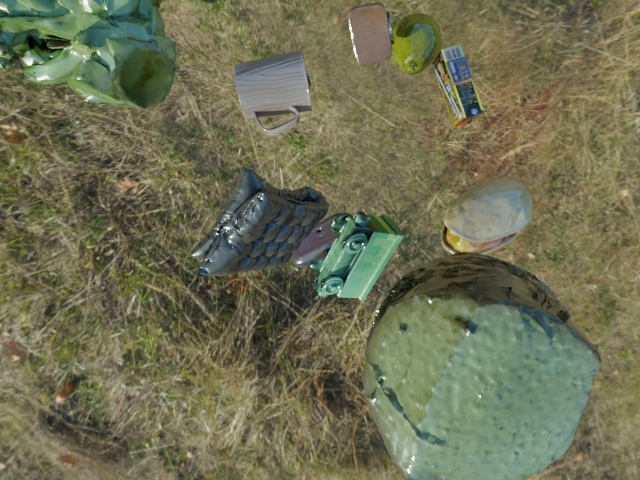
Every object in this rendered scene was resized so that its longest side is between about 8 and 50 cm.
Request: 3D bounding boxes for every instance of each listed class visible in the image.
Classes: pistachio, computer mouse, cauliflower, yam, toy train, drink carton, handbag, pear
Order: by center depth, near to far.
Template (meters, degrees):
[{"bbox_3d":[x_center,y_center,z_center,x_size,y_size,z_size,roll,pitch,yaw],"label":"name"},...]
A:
[{"bbox_3d":[0.146,0.116,0.438,0.201,0.271,0.203,14,98,8],"label":"yam"},{"bbox_3d":[-0.259,-0.267,0.470,0.275,0.272,0.250,-30,84,31],"label":"cauliflower"},{"bbox_3d":[0.314,-0.353,0.970,0.056,0.071,0.166,-17,87,-2],"label":"drink carton"},{"bbox_3d":[0.476,-0.068,1.201,0.299,0.187,0.188,-33,112,-17],"label":"pistachio"},{"bbox_3d":[0.096,0.049,1.238,0.202,0.120,0.301,7,124,-33],"label":"toy train"},{"bbox_3d":[0.001,0.000,1.329,0.232,0.120,0.057,-29,149,21],"label":"computer mouse"},{"bbox_3d":[0.180,-0.723,1.481,0.151,0.072,0.193,-8,124,10],"label":"handbag"},{"bbox_3d":[0.377,-0.783,1.678,0.212,0.269,0.212,10,151,6],"label":"pear"}]

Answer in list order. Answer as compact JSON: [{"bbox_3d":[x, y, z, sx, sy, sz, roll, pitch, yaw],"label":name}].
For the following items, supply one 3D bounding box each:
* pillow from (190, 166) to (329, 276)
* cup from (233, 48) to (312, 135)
[{"bbox_3d":[-0.117,-0.028,0.945,0.101,0.326,0.228,47,109,20],"label":"pillow"},{"bbox_3d":[-0.166,-0.548,1.590,0.273,0.208,0.288,-10,104,0],"label":"cup"}]
